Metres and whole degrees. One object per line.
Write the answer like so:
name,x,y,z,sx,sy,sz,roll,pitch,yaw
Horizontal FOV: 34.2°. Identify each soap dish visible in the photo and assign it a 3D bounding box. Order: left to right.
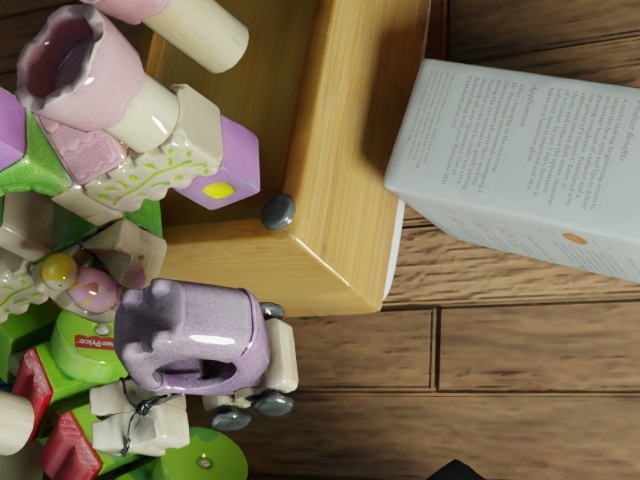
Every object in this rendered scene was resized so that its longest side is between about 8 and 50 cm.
soap dish,-0.044,-0.089,0.763,0.229,0.118,0.290,-4,67,35

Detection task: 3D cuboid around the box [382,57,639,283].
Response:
box,0.149,-0.041,0.663,0.171,0.130,0.091,14,82,30

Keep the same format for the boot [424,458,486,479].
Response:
boot,-0.089,0.253,0.583,0.445,0.146,0.367,-32,64,-3

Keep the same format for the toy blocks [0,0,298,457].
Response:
toy blocks,-0.207,-0.037,0.608,0.289,0.260,0.308,-24,57,25

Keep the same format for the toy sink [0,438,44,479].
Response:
toy sink,-0.359,0.210,0.861,0.234,0.131,0.152,-5,73,22

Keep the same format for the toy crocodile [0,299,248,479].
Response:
toy crocodile,-0.149,0.155,0.747,0.340,0.105,0.115,46,130,23

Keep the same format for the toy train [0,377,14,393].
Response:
toy train,-0.350,0.064,0.857,0.248,0.105,0.143,-3,83,-18
